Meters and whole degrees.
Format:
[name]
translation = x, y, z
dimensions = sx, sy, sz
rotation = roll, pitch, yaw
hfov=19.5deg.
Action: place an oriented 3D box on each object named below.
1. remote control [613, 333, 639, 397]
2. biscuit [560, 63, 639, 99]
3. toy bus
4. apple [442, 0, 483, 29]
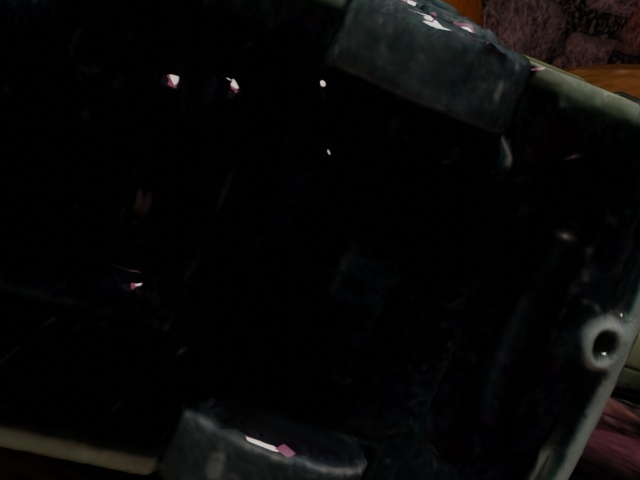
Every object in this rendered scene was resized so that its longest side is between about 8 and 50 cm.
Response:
[remote control]
translation = 0.085, 0.011, 0.927
dimensions = 0.098, 0.038, 0.233
rotation = 20, 12, -28
[biscuit]
translation = 0.201, -0.019, 0.571
dimensions = 0.277, 0.052, 0.262
rotation = 14, 10, 38
[toy bus]
translation = -0.061, -0.026, 0.454
dimensions = 0.276, 0.133, 0.165
rotation = 18, 10, -34
[apple]
translation = -0.036, -0.097, 0.822
dimensions = 0.210, 0.173, 0.235
rotation = 27, 0, 38
